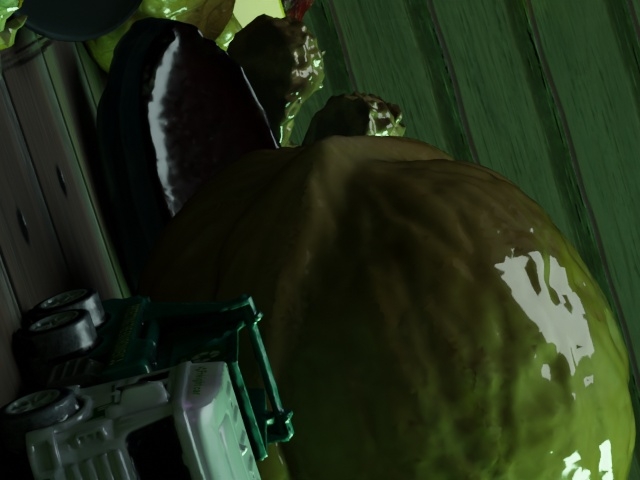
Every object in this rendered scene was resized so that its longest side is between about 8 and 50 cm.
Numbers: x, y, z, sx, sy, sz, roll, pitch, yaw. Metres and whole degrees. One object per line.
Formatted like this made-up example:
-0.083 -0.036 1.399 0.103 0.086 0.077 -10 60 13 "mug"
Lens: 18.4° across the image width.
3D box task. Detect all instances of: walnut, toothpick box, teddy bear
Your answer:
0.030 0.091 1.162 0.333 0.333 0.333 -17 90 -87 "walnut"
-0.151 -0.185 1.255 0.153 0.101 0.101 -89 162 -77 "toothpick box"
0.006 -0.008 1.582 0.222 0.296 0.246 5 34 -44 "teddy bear"

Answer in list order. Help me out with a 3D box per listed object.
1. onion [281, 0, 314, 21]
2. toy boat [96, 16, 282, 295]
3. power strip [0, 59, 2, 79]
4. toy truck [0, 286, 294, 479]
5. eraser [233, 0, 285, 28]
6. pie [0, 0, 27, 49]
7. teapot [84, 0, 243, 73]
-0.086 -0.242 1.973 0.272 0.195 0.272 168 -90 -84 "onion"
-0.088 -0.017 1.411 0.142 0.129 0.309 -38 -114 62 "toy boat"
-0.184 -0.115 1.023 0.027 0.017 0.083 -106 179 -48 "power strip"
-0.076 0.084 0.936 0.216 0.116 0.110 -95 168 -77 "toy truck"
-0.111 -0.207 1.723 0.158 0.069 0.226 -16 89 -44 "eraser"
-0.187 -0.210 0.836 0.308 0.085 0.308 -16 90 -87 "pie"
-0.115 -0.227 1.540 0.203 0.167 0.311 -103 177 -61 "teapot"
